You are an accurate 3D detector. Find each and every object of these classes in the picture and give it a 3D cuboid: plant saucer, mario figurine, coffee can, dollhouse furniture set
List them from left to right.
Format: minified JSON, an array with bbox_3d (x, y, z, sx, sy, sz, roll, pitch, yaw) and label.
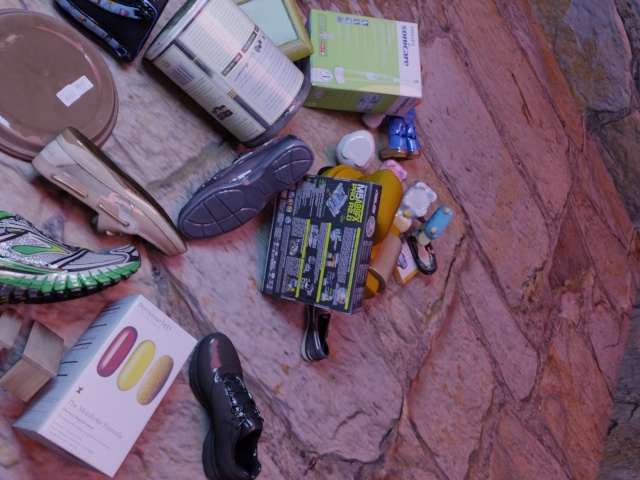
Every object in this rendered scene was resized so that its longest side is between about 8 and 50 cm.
[{"bbox_3d":[-0.500,0.184,0.825,0.151,0.123,0.144,-44,115,-3],"label":"dollhouse furniture set"},{"bbox_3d":[-0.476,-0.270,0.950,0.278,0.041,0.277,13,70,-41],"label":"plant saucer"},{"bbox_3d":[-0.184,-0.352,1.130,0.275,0.202,0.201,41,55,-29],"label":"coffee can"},{"bbox_3d":[-0.129,-0.486,1.256,0.188,0.045,0.188,-25,99,-8],"label":"plant saucer"},{"bbox_3d":[0.209,-0.390,1.595,0.198,0.170,0.320,-6,96,-80],"label":"mario figurine"}]

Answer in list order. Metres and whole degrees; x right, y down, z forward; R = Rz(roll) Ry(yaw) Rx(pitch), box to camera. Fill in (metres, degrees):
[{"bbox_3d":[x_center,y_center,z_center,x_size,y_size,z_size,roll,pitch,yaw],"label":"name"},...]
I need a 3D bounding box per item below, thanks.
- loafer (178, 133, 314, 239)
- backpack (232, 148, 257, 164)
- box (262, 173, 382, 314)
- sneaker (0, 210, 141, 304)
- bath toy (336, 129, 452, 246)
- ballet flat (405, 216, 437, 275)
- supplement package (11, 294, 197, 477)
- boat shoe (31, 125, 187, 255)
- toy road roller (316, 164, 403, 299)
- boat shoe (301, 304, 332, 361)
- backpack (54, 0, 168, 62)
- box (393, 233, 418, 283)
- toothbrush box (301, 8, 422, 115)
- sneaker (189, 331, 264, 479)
[{"bbox_3d":[-0.155,-0.111,1.115,0.303,0.095,0.109,-33,131,-3],"label":"loafer"},{"bbox_3d":[-0.130,-0.150,1.212,0.114,0.084,0.105,-29,103,-37],"label":"backpack"},{"bbox_3d":[0.000,0.000,1.158,0.060,0.216,0.270,2,97,-63],"label":"box"},{"bbox_3d":[-0.440,0.022,0.848,0.344,0.134,0.146,1,77,-43],"label":"sneaker"},{"bbox_3d":[0.175,-0.138,1.442,0.348,0.129,0.151,42,93,-7],"label":"bath toy"},{"bbox_3d":[0.278,0.000,1.551,0.074,0.074,0.203,-10,80,-44],"label":"ballet flat"},{"bbox_3d":[-0.339,0.226,0.891,0.139,0.134,0.244,46,52,-26],"label":"supplement package"},{"bbox_3d":[-0.360,-0.061,0.977,0.098,0.109,0.302,-43,127,-2],"label":"boat shoe"},{"bbox_3d":[0.107,-0.031,1.298,0.329,0.241,0.202,45,53,-26],"label":"toy road roller"},{"bbox_3d":[0.008,0.177,1.277,0.075,0.065,0.206,27,63,-36],"label":"boat shoe"},{"bbox_3d":[-0.382,-0.440,1.007,0.173,0.158,0.116,29,52,-22],"label":"backpack"},{"bbox_3d":[0.218,0.043,1.534,0.081,0.028,0.136,-30,99,-44],"label":"box"},{"bbox_3d":[0.099,-0.443,1.397,0.283,0.122,0.206,1,77,-13],"label":"toothbrush box"},{"bbox_3d":[-0.162,0.313,1.041,0.109,0.130,0.286,-8,85,-42],"label":"sneaker"}]
